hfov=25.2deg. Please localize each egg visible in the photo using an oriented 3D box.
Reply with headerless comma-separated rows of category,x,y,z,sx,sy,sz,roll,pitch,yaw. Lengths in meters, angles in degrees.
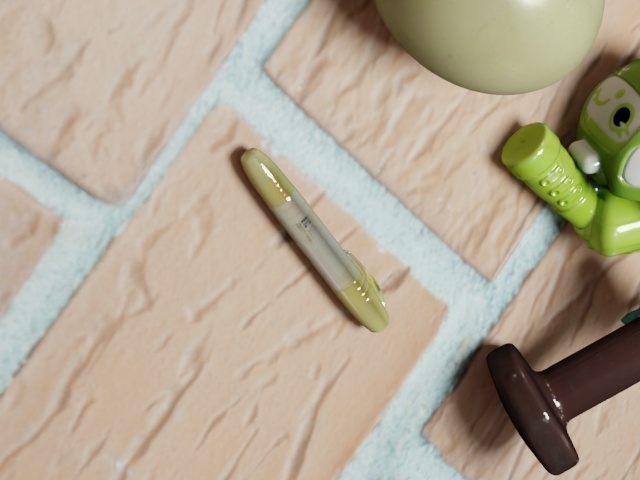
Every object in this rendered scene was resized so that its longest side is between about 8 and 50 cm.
egg,0.141,-0.220,1.193,0.241,0.186,0.186,37,83,-47

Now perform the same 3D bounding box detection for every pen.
pen,0.000,0.000,1.265,0.233,0.032,0.040,54,50,-34

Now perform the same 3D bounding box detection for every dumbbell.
dumbbell,0.284,0.121,1.398,0.225,0.124,0.140,-31,121,7

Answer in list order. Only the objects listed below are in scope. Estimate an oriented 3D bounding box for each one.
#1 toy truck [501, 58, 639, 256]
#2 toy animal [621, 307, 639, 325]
toy truck,0.298,-0.065,1.392,0.210,0.148,0.187,-29,124,1
toy animal,0.412,0.091,1.552,0.208,0.100,0.103,6,124,-45
